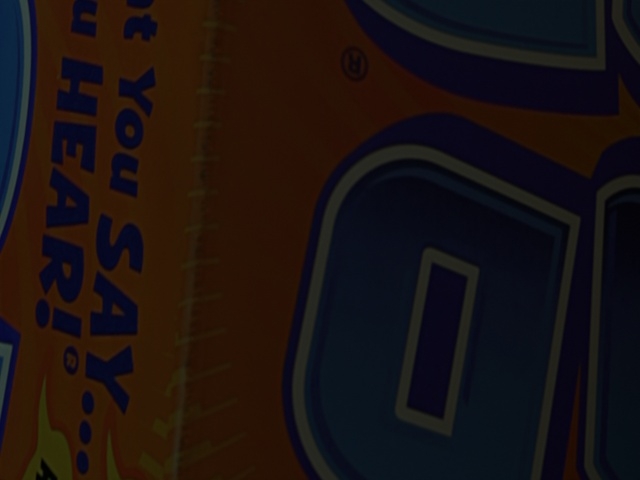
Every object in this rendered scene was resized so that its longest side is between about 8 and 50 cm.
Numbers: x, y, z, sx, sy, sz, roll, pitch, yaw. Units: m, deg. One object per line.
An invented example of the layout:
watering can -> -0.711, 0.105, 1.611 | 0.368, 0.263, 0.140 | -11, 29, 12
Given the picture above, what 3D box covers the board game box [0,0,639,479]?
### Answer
board game box -> 0.000, 0.000, 0.649 | 0.356, 0.356, 0.356 | 12, -13, -38
